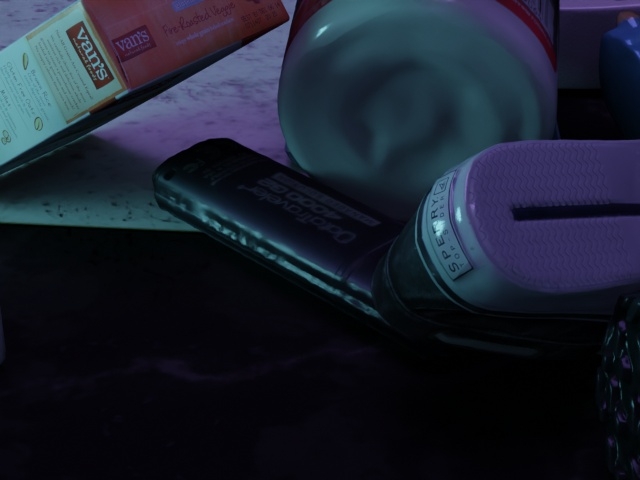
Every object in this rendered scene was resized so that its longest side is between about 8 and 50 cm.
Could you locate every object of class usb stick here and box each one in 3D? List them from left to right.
[{"bbox_3d":[0.000,0.000,1.056,0.077,0.045,0.278,-28,37,-31],"label":"usb stick"}]

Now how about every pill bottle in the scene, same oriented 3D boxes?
[{"bbox_3d":[0.076,-0.174,1.181,0.176,0.176,0.318,3,41,7],"label":"pill bottle"}]

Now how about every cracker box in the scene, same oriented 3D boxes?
[{"bbox_3d":[-0.152,-0.108,1.126,0.232,0.067,0.155,-23,5,45],"label":"cracker box"}]

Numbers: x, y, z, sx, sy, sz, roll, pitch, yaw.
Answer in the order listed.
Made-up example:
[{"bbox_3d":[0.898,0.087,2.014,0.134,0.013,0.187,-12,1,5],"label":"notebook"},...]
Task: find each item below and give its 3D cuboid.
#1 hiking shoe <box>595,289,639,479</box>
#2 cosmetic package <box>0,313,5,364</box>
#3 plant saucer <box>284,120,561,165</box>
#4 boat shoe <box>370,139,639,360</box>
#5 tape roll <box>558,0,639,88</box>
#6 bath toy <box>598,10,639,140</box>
[{"bbox_3d":[0.237,0.122,0.764,0.132,0.113,0.304,-5,35,-29],"label":"hiking shoe"},{"bbox_3d":[-0.326,0.065,0.814,0.197,0.155,0.365,9,29,20],"label":"cosmetic package"},{"bbox_3d":[0.072,-0.070,1.220,0.192,0.018,0.067,0,28,2],"label":"plant saucer"},{"bbox_3d":[0.176,0.004,0.953,0.335,0.121,0.119,5,-22,-31],"label":"boat shoe"},{"bbox_3d":[0.223,-0.234,1.455,0.392,0.072,0.392,-4,29,2],"label":"tape roll"},{"bbox_3d":[0.355,-0.140,1.094,0.348,0.151,0.129,-29,59,3],"label":"bath toy"}]
